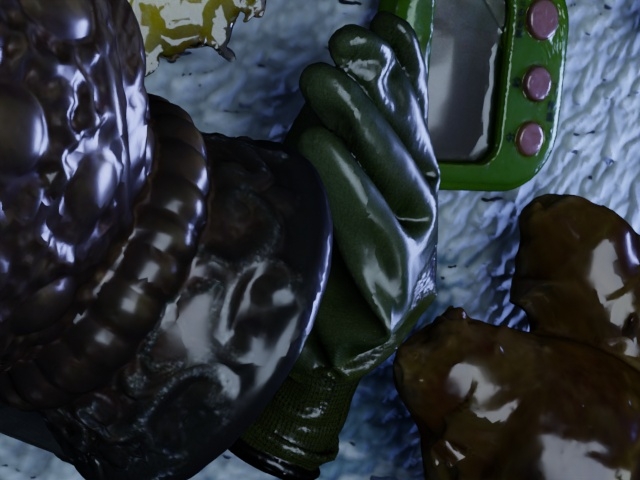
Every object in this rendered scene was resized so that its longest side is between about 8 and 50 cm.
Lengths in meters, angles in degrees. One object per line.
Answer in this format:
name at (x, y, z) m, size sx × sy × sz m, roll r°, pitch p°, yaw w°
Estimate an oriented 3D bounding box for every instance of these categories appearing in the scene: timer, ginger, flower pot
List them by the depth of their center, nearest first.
flower pot at (-0.152, -0.021, 0.848) m, size 0.267 × 0.266 × 0.266 m, roll 35°, pitch 81°, yaw -32°
timer at (0.087, -0.100, 1.101) m, size 0.128 × 0.047 × 0.140 m, roll 1°, pitch 99°, yaw -32°
ginger at (0.206, 0.110, 1.133) m, size 0.357 × 0.152 × 0.274 m, roll -1°, pitch 97°, yaw -18°

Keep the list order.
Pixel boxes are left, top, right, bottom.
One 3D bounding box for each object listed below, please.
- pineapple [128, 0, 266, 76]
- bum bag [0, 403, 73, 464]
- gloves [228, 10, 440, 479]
pineapple at (-0.106, -0.177, 0.978) m, size 0.221 × 0.047 × 0.221 m, roll -4°, pitch 99°, yaw -27°
bum bag at (-0.160, 0.065, 0.983) m, size 0.198 × 0.049 × 0.087 m, roll 21°, pitch 81°, yaw -27°
gloves at (0.011, 0.004, 1.030) m, size 0.107 × 0.135 × 0.268 m, roll 0°, pitch 113°, yaw -31°
